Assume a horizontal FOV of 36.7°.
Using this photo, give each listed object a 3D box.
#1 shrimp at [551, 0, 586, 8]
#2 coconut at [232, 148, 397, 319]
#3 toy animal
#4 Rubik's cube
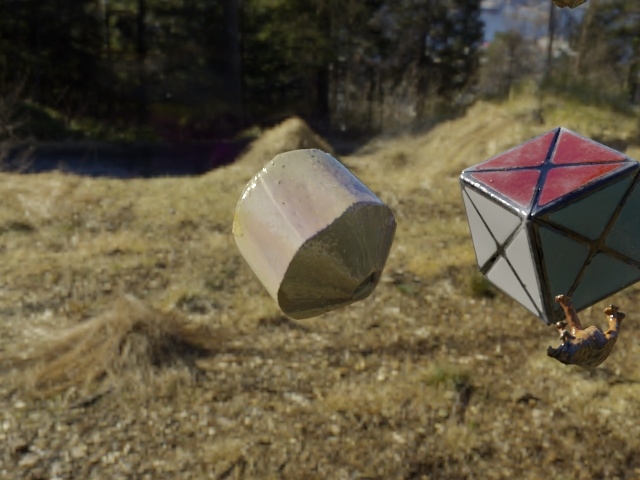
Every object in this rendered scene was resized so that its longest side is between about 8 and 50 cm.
[{"bbox_3d":[0.533,-0.610,1.812,0.233,0.364,0.071,11,19,-46],"label":"shrimp"},{"bbox_3d":[0.000,0.000,1.517,0.239,0.239,0.244,-15,54,-36],"label":"coconut"},{"bbox_3d":[0.442,0.177,1.598,0.114,0.116,0.255,4,-19,17],"label":"toy animal"},{"bbox_3d":[0.447,-0.031,1.817,0.259,0.260,0.255,-26,31,-11],"label":"Rubik's cube"}]
